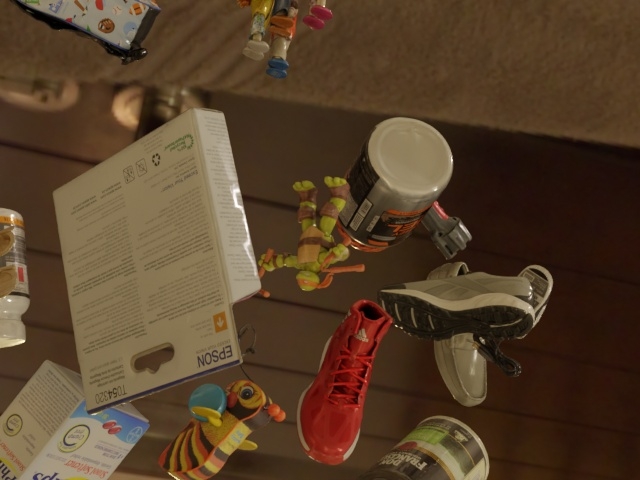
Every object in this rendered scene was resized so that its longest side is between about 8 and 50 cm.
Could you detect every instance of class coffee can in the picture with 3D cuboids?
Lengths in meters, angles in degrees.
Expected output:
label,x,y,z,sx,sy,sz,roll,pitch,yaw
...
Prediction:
label,x,y,z,sx,sy,sz,roll,pitch,yaw
coffee can,0.222,0.534,2.326,0.275,0.202,0.201,-28,146,-52

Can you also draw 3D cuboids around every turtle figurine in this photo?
label,x,y,z,sx,sy,sz,roll,pitch,yaw
turtle figurine,0.000,0.000,1.856,0.270,0.087,0.217,-13,-120,47

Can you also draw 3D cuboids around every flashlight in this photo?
label,x,y,z,sx,sy,sz,roll,pitch,yaw
flashlight,0.260,-0.105,2.616,0.103,0.304,0.103,-37,-166,15

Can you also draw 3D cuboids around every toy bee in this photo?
label,x,y,z,sx,sy,sz,roll,pitch,yaw
toy bee,-0.155,0.309,1.889,0.162,0.195,0.298,21,-89,34

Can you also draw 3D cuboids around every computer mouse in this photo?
label,x,y,z,sx,sy,sz,roll,pitch,yaw
computer mouse,0.346,0.133,1.836,0.106,0.042,0.193,38,-75,34

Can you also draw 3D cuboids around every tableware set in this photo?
label,x,y,z,sx,sy,sz,roll,pitch,yaw
tableware set,-0.596,0.048,1.864,0.020,0.141,0.168,57,19,-51

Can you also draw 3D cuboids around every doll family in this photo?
label,x,y,z,sx,sy,sz,roll,pitch,yaw
doll family,-0.060,-0.376,1.595,0.263,0.118,0.163,143,-42,-59

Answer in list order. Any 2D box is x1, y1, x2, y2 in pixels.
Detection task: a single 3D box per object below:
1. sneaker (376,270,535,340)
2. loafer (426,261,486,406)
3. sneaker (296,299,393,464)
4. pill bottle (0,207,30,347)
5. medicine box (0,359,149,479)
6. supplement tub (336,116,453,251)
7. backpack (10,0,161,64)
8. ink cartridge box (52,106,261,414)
label,x,y,z,sx,sy,sz,roll,pitch,yaw
sneaker,0.228,0.103,1.777,0.108,0.272,0.100,-68,152,-43
loafer,0.312,0.203,2.332,0.111,0.112,0.319,-32,-114,51
sneaker,0.030,0.159,1.313,0.221,0.087,0.128,-80,-174,-47
pill bottle,-0.699,0.081,2.231,0.162,0.162,0.278,138,-55,-66
medicine box,-0.564,0.440,2.286,0.149,0.263,0.289,36,-93,32
supplement tub,0.154,-0.115,2.410,0.338,0.207,0.207,119,-22,-62
backpack,-0.441,-0.468,1.938,0.276,0.263,0.213,41,-65,57
ink cartridge box,-0.219,0.036,1.396,0.324,0.071,0.330,-22,-105,40
